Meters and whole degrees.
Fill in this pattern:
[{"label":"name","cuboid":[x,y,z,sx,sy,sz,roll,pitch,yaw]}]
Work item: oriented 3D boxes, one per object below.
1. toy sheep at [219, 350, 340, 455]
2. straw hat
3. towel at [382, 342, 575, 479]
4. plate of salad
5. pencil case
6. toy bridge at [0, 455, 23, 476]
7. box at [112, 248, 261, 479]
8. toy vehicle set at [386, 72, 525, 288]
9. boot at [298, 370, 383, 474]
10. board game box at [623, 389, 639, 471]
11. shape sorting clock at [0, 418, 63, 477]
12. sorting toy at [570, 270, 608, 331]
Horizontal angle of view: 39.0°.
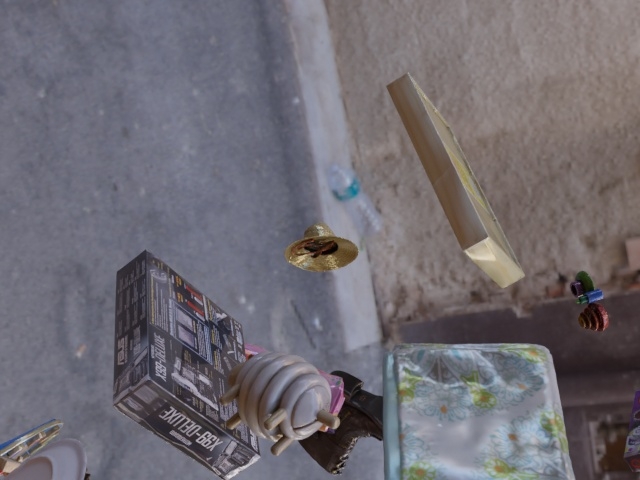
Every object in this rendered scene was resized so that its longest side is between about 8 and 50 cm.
[{"label":"toy sheep","cuboid":[-0.036,0.147,0.835,0.091,0.132,0.091,-30,131,-41]},{"label":"straw hat","cuboid":[0.000,0.000,1.727,0.144,0.144,0.061,41,36,-51]},{"label":"towel","cuboid":[0.268,0.331,1.589,0.374,0.320,0.090,-84,172,-48]},{"label":"plate of salad","cuboid":[-0.290,0.280,0.868,0.048,0.199,0.200,46,39,-24]},{"label":"pencil case","cuboid":[-0.088,0.295,1.855,0.124,0.284,0.124,18,90,-87]},{"label":"toy bridge","cuboid":[-0.430,0.369,1.173,0.063,0.026,0.188,39,71,-54]},{"label":"box","cuboid":[-0.212,0.189,1.417,0.242,0.076,0.307,43,19,-34]},{"label":"toy vehicle set","cuboid":[0.177,-0.077,1.185,0.166,0.035,0.267,36,29,-56]},{"label":"boot","cuboid":[0.073,0.434,1.997,0.091,0.263,0.229,-19,139,-51]},{"label":"board game box","cuboid":[0.779,0.338,1.787,0.056,0.346,0.208,55,38,-11]},{"label":"shape sorting clock","cuboid":[-0.473,0.331,1.344,0.040,0.206,0.206,58,27,5]},{"label":"sorting toy","cuboid":[0.414,0.097,1.421,0.061,0.042,0.102,93,-22,-65]}]
